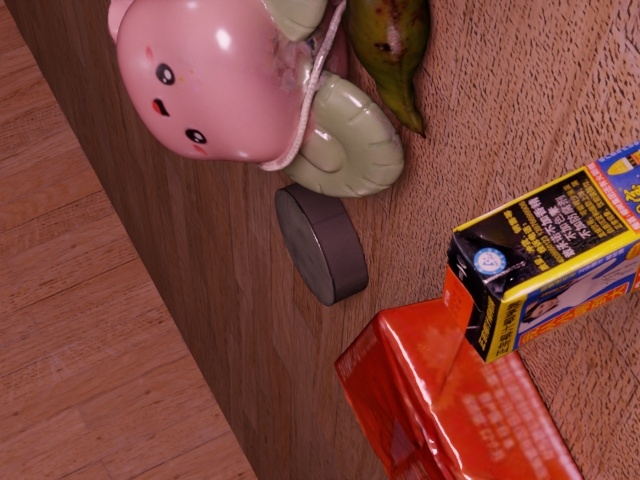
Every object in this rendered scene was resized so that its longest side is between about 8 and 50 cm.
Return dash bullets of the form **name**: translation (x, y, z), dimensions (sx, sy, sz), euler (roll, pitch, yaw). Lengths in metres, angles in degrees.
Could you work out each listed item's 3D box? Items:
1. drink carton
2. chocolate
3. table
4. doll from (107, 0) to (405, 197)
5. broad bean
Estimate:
- **drink carton**: translation (0.143, -0.006, 0.716), dimensions (0.056, 0.166, 0.071), euler (58, 163, 29)
- **chocolate**: translation (0.117, 0.169, 1.216), dimensions (0.234, 0.108, 0.237), euler (62, 167, 11)
- **table**: translation (0.000, 0.000, 1.485), dimensions (0.133, 0.043, 0.133), euler (58, 164, 28)
- **doll**: translation (-0.049, -0.168, 1.176), dimensions (0.268, 0.216, 0.284), euler (10, 134, 46)
- **broad bean**: translation (0.042, -0.198, 0.977), dimensions (0.077, 0.061, 0.339), euler (-118, 14, -46)
